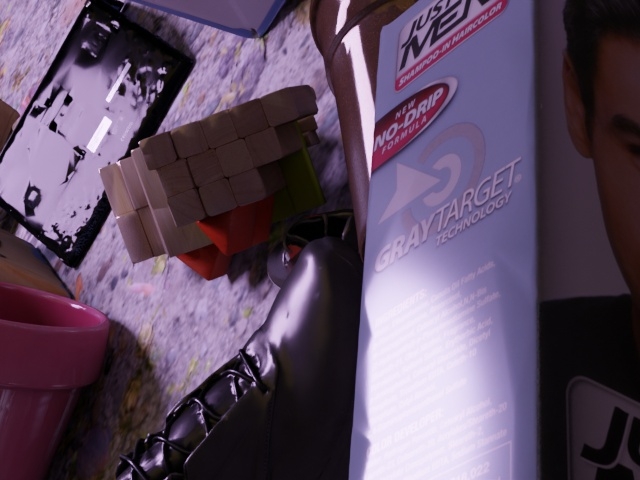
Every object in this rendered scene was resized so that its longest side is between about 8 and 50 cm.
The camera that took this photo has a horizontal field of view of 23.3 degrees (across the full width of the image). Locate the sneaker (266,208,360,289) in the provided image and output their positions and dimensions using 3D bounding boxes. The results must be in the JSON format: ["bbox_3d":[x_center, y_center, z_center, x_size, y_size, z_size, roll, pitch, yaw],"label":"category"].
[{"bbox_3d":[0.000,0.000,1.031,0.158,0.065,0.061,-12,56,56],"label":"sneaker"}]

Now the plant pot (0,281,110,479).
[{"bbox_3d":[-0.290,0.134,1.302,0.201,0.201,0.180,20,100,63],"label":"plant pot"}]

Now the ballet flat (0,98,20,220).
[{"bbox_3d":[-0.376,-0.065,1.741,0.080,0.073,0.232,-27,50,43],"label":"ballet flat"}]

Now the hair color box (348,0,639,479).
[{"bbox_3d":[0.119,0.060,0.638,0.113,0.185,0.375,-36,37,42],"label":"hair color box"}]

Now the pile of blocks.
[{"bbox_3d":[-0.067,-0.033,1.153,0.362,0.149,0.113,175,75,-75],"label":"pile of blocks"}]

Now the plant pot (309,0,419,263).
[{"bbox_3d":[0.079,-0.066,0.864,0.167,0.167,0.165,-36,44,42],"label":"plant pot"}]

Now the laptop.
[{"bbox_3d":[-0.230,-0.119,1.596,0.264,0.136,0.234,36,99,37],"label":"laptop"}]

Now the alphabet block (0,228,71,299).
[{"bbox_3d":[-0.388,0.070,1.500,0.193,0.197,0.192,-61,28,3],"label":"alphabet block"}]

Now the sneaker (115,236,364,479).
[{"bbox_3d":[-0.049,0.129,0.884,0.109,0.130,0.286,-132,60,-67],"label":"sneaker"}]

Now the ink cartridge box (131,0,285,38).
[{"bbox_3d":[-0.050,-0.417,1.349,0.270,0.151,0.396,130,151,-50],"label":"ink cartridge box"}]
